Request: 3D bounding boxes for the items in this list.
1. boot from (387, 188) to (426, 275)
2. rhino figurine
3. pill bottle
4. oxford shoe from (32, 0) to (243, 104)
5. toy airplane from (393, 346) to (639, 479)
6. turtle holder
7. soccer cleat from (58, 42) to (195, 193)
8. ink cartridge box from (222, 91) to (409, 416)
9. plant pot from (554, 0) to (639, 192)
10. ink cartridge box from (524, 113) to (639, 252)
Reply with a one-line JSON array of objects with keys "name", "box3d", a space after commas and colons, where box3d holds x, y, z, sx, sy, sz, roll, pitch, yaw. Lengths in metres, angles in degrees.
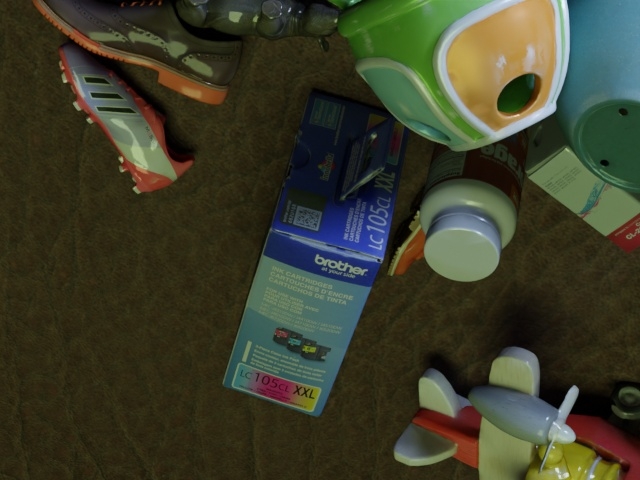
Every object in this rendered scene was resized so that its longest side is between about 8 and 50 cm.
[{"name": "boot", "box3d": [0.147, 0.004, 1.899, 0.085, 0.059, 0.158, 20, 135, -11]}, {"name": "rhino figurine", "box3d": [-0.064, -0.279, 1.649, 0.243, 0.073, 0.106, 12, 168, -2]}, {"name": "pill bottle", "box3d": [0.190, -0.057, 1.708, 0.121, 0.216, 0.121, 8, 136, 8]}, {"name": "oxford shoe", "box3d": [-0.227, -0.272, 1.724, 0.271, 0.097, 0.098, 24, 111, -9]}, {"name": "toy airplane", "box3d": [0.293, 0.340, 2.038, 0.386, 0.272, 0.384, 38, 133, -21]}, {"name": "turtle holder", "box3d": [0.134, -0.216, 1.511, 0.320, 0.243, 0.227, -15, 103, 52]}, {"name": "soccer cleat", "box3d": [-0.262, -0.173, 1.838, 0.095, 0.083, 0.248, -29, 120, 2]}, {"name": "ink cartridge box", "box3d": [0.000, 0.000, 1.782, 0.151, 0.270, 0.395, 15, 137, -2]}, {"name": "plant pot", "box3d": [0.373, -0.165, 1.521, 0.290, 0.195, 0.290, 18, 142, 15]}, {"name": "ink cartridge box", "box3d": [0.345, -0.088, 1.695, 0.175, 0.127, 0.072, 35, 132, -19]}]
